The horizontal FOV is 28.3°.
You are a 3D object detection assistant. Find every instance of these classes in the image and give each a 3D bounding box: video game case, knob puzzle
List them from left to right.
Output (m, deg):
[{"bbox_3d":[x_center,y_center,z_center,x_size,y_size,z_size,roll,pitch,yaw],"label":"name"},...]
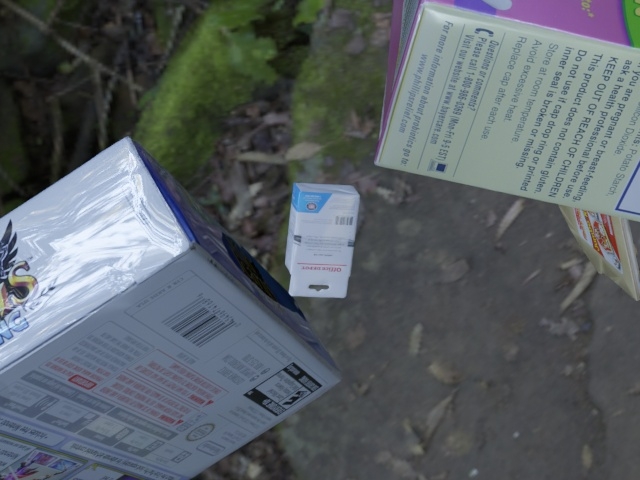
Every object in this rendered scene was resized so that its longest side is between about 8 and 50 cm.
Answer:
[{"bbox_3d":[-0.131,0.082,0.582,0.244,0.269,0.061,-34,69,1],"label":"video game case"},{"bbox_3d":[0.305,-0.047,1.419,0.030,0.213,0.213,-24,89,-6],"label":"knob puzzle"}]

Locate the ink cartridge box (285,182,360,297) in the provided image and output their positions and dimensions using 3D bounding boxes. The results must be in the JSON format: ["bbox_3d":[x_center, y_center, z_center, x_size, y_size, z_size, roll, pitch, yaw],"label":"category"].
[{"bbox_3d":[0.000,0.000,0.970,0.048,0.028,0.083,3,108,-13],"label":"ink cartridge box"}]

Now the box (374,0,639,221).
[{"bbox_3d":[0.167,-0.130,0.731,0.243,0.213,0.117,12,137,-3],"label":"box"}]
